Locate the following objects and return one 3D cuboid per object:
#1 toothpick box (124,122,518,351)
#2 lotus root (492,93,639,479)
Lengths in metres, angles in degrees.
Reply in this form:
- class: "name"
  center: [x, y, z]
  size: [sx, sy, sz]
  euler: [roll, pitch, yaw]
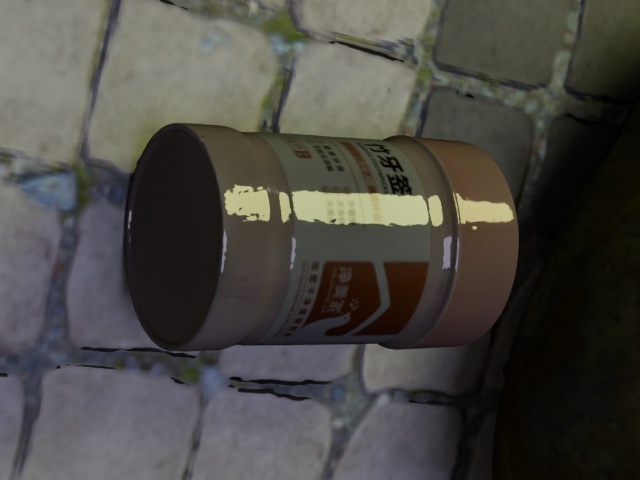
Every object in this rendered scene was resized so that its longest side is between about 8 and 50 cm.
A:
- class: "toothpick box"
  center: [0.000, 0.000, 0.647]
  size: [0.149, 0.098, 0.098]
  euler: [1, 101, -31]
- class: "lotus root"
  center: [0.227, 0.058, 0.726]
  size: [0.250, 0.250, 0.346]
  euler: [30, 89, -33]
